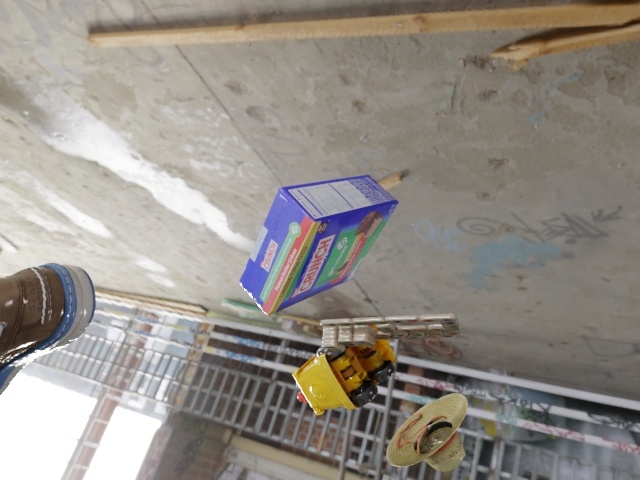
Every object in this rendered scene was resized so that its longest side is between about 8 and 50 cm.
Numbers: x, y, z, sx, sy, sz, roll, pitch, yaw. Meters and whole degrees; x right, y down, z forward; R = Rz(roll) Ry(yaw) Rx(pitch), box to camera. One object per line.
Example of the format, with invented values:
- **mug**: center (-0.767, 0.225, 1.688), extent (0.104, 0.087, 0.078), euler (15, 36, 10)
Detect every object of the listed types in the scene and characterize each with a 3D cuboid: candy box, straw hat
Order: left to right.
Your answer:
- **candy box**: center (0.000, 0.000, 1.162), extent (0.122, 0.317, 0.268), euler (44, 126, 24)
- **straw hat**: center (0.163, 0.279, 0.695), extent (0.061, 0.144, 0.144), euler (50, 153, 0)

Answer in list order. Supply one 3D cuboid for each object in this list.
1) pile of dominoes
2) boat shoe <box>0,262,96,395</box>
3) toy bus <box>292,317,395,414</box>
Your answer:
- **pile of dominoes**: center (0.133, 0.178, 0.932), extent (0.251, 0.040, 0.196), euler (-6, 159, 21)
- **boat shoe**: center (-0.227, 0.065, 0.319), extent (0.183, 0.066, 0.066), euler (-35, 158, 19)
- **toy bus**: center (0.041, 0.302, 1.184), extent (0.211, 0.220, 0.149), euler (-35, 86, 39)
